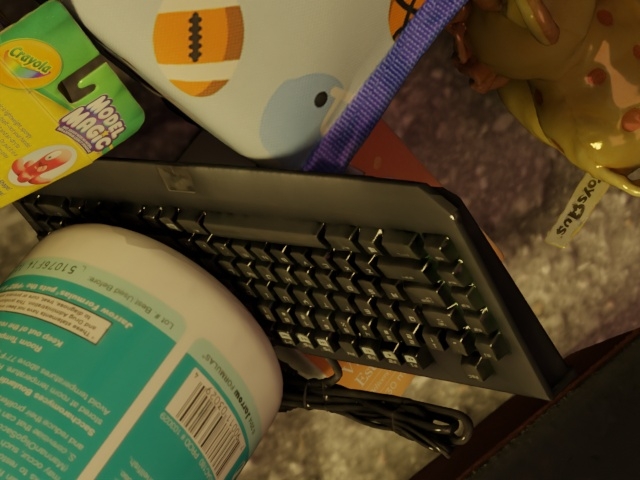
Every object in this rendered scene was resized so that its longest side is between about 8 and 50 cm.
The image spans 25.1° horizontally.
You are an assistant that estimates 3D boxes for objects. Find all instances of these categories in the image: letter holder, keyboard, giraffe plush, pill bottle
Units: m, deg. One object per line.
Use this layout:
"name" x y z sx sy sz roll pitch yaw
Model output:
"letter holder" 0.107 0.215 0.948 0.302 0.214 0.152 -36 89 -19
"keyboard" -0.019 0.038 0.690 0.033 0.317 0.201 -55 128 -24
"giraffe plush" 0.137 -0.128 0.822 0.170 0.181 0.210 40 65 -36
"pill bottle" -0.139 0.128 0.640 0.264 0.146 0.146 -54 129 -33

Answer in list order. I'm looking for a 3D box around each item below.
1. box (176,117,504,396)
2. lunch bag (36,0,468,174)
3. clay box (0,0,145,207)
"box" 0.000 0.000 0.826 0.130 0.091 0.170 -53 126 -9
"lunch bag" -0.031 -0.277 0.633 0.328 0.239 0.385 38 89 -35
"clay box" -0.194 -0.040 0.605 0.222 0.053 0.127 -27 159 1
